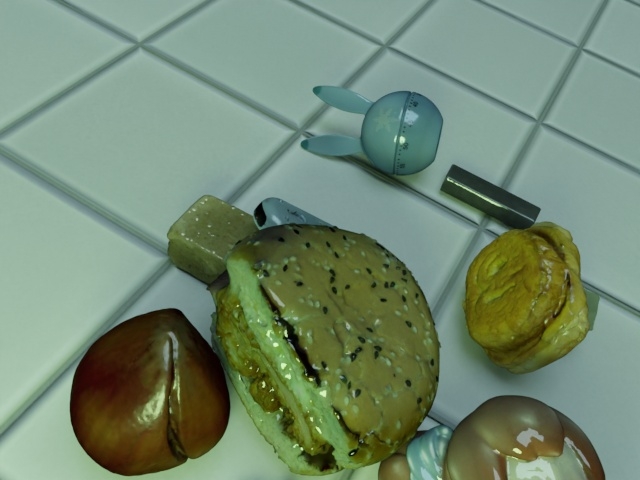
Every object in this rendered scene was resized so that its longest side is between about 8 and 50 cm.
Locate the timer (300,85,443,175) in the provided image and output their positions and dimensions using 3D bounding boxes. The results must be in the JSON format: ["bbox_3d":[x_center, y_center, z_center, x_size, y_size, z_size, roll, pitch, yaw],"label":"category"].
[{"bbox_3d":[0.114,-0.208,1.232,0.255,0.175,0.175,11,42,34],"label":"timer"}]

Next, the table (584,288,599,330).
[{"bbox_3d":[0.403,0.127,1.048,0.062,0.083,0.079,26,51,9],"label":"table"}]

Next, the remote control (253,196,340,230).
[{"bbox_3d":[0.000,0.000,1.002,0.244,0.047,0.087,25,32,-36],"label":"remote control"}]

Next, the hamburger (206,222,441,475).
[{"bbox_3d":[0.011,0.125,0.849,0.277,0.195,0.318,-27,80,-45],"label":"hamburger"}]

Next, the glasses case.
[{"bbox_3d":[0.325,-0.080,1.227,0.190,0.042,0.072,29,43,10],"label":"glasses case"}]

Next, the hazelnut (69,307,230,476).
[{"bbox_3d":[-0.201,0.176,0.777,0.208,0.208,0.208,7,50,-9],"label":"hazelnut"}]

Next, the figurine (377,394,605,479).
[{"bbox_3d":[0.257,0.336,0.702,0.276,0.248,0.388,-3,41,-20],"label":"figurine"}]

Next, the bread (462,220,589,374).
[{"bbox_3d":[0.313,0.083,0.989,0.120,0.198,0.236,24,47,-18],"label":"bread"}]

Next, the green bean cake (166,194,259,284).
[{"bbox_3d":[-0.140,0.015,1.002,0.179,0.085,0.109,27,49,7],"label":"green bean cake"}]
